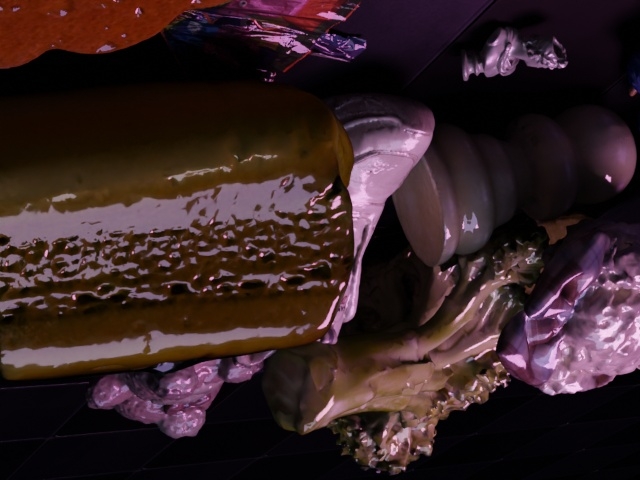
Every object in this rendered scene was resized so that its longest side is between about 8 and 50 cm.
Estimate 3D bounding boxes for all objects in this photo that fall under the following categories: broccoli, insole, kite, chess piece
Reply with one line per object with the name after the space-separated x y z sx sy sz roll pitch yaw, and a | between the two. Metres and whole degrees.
0.068 0.154 1.656 0.397 0.275 0.353 -43 144 -36 | broccoli
0.059 0.015 1.763 0.327 0.007 0.111 -6 155 -23 | insole
-0.046 -0.184 1.184 0.234 0.016 0.321 6 150 -39 | kite
0.211 -0.075 1.476 0.251 0.144 0.144 -16 160 -15 | chess piece

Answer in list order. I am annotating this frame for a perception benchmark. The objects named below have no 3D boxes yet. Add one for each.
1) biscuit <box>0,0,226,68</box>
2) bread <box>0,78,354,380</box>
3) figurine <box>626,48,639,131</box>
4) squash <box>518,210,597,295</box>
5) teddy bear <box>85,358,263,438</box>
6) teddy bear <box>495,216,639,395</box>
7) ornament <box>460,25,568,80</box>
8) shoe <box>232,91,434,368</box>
-0.148 -0.207 1.010 0.333 0.047 0.202 -20 157 10 | biscuit
-0.154 -0.019 1.217 0.376 0.208 0.251 -6 117 -14 | bread
0.383 -0.158 1.378 0.164 0.121 0.262 -16 162 -7 | figurine
0.280 0.056 1.859 0.220 0.133 0.220 -11 166 -3 | squash
-0.185 0.158 1.772 0.236 0.151 0.267 -11 155 -28 | teddy bear
0.321 0.016 1.562 0.362 0.375 0.327 18 126 -22 | teddy bear
0.176 -0.174 1.318 0.092 0.041 0.068 -18 155 36 | ornament
0.000 0.000 1.401 0.132 0.211 0.342 7 150 -43 | shoe
